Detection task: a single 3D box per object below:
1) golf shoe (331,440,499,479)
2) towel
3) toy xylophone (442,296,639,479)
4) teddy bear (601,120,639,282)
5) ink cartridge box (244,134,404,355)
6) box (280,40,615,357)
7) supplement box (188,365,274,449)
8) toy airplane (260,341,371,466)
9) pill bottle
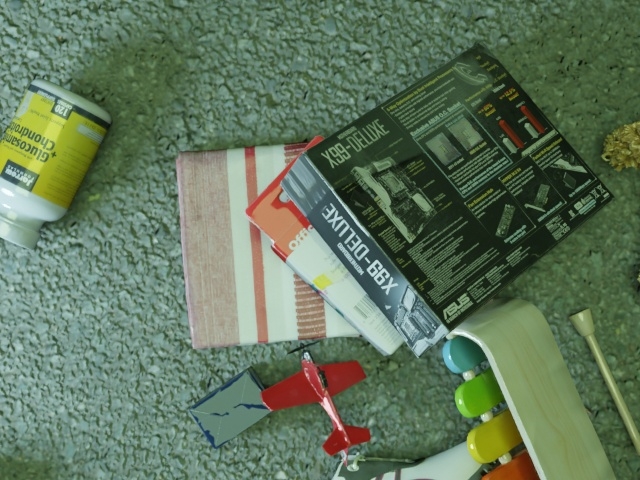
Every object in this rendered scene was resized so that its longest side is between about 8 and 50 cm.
[{"bbox_3d":[0.080,0.286,1.434,0.273,0.105,0.120,-31,81,-2],"label":"golf shoe"},{"bbox_3d":[0.000,0.000,1.477,0.329,0.037,0.237,-4,86,-2],"label":"towel"},{"bbox_3d":[0.254,0.204,1.414,0.236,0.081,0.323,-11,80,-44],"label":"toy xylophone"},{"bbox_3d":[0.457,-0.082,1.455,0.245,0.113,0.338,-14,96,5],"label":"teddy bear"},{"bbox_3d":[0.038,0.006,1.420,0.231,0.078,0.134,44,84,2],"label":"ink cartridge box"},{"bbox_3d":[0.145,-0.054,1.374,0.307,0.076,0.242,-35,82,-33],"label":"box"},{"bbox_3d":[-0.101,0.193,1.444,0.083,0.083,0.056,-33,88,-1],"label":"supplement box"},{"bbox_3d":[0.006,0.186,1.426,0.151,0.028,0.151,15,60,-27],"label":"toy airplane"},{"bbox_3d":[-0.326,-0.087,1.444,0.103,0.103,0.184,26,88,1],"label":"pill bottle"}]
